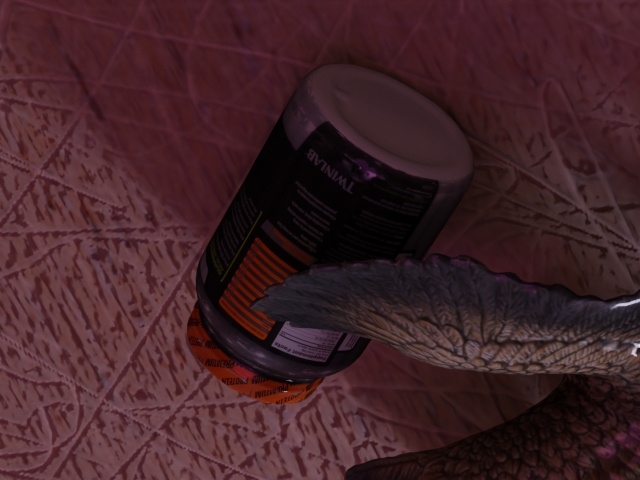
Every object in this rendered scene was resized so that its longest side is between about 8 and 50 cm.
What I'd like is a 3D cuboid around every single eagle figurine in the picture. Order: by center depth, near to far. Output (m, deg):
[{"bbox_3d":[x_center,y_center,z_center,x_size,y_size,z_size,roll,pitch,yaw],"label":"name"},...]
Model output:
[{"bbox_3d":[0.140,0.080,1.045,0.226,0.298,0.225,61,159,16],"label":"eagle figurine"}]

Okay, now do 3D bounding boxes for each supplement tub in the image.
[{"bbox_3d":[0.000,0.000,1.105,0.117,0.117,0.190,31,120,-2],"label":"supplement tub"}]
